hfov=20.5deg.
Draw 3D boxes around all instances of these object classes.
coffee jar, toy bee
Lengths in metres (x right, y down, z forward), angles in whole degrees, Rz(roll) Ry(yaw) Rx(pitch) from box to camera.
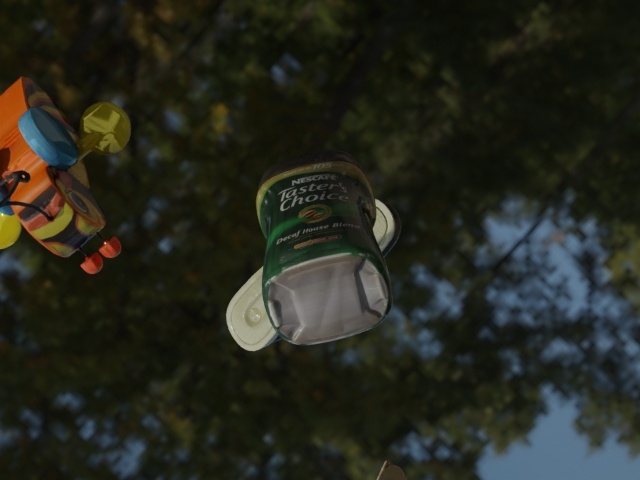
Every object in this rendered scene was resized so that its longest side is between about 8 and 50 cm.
[{"bbox_3d":[0.000,0.000,1.375,0.184,0.096,0.079,-98,-7,-61],"label":"coffee jar"},{"bbox_3d":[-0.278,-0.041,1.781,0.162,0.195,0.298,45,-144,-24],"label":"toy bee"}]

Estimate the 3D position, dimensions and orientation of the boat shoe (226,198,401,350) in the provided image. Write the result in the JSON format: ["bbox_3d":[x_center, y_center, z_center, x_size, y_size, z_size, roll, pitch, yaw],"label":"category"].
[{"bbox_3d":[0.001,0.028,1.793,0.079,0.233,0.084,-7,-118,-51],"label":"boat shoe"}]

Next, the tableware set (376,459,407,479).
[{"bbox_3d":[0.093,0.349,2.116,0.020,0.141,0.168,4,159,40],"label":"tableware set"}]
